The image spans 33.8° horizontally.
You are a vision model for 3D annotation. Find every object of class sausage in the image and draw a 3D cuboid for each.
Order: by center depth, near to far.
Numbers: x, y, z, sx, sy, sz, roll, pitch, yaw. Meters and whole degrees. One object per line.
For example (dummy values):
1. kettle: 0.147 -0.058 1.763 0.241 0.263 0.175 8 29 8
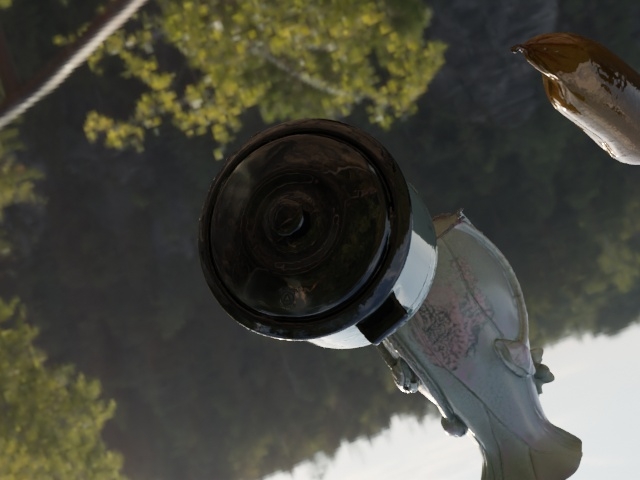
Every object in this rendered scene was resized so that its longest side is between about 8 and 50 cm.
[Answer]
1. sausage: 0.368 -0.202 1.416 0.112 0.112 0.328 -23 144 39

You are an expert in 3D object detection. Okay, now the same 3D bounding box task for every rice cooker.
1. rice cooker: 0.000 0.000 1.162 0.241 0.280 0.227 -39 158 7

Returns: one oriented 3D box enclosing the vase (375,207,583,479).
1. vase: 0.239 0.192 1.653 0.250 0.445 0.250 -29 -173 4
